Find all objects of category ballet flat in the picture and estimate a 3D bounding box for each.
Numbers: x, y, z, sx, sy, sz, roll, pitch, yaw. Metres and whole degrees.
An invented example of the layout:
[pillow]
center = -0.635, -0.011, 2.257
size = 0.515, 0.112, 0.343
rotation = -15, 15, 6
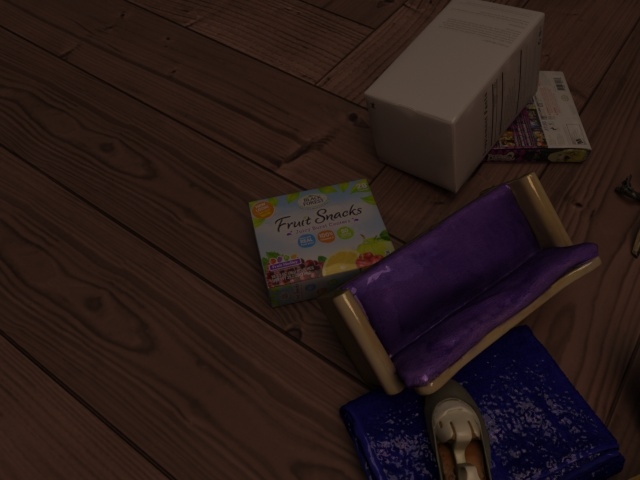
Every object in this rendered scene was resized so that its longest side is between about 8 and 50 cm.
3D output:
[ballet flat]
center = 0.165, 0.248, 0.609
size = 0.072, 0.068, 0.213
rotation = -3, 53, 2

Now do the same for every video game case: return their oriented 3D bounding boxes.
[video game case]
center = 0.398, -0.250, 1.061
size = 0.210, 0.041, 0.232
rotation = 0, 55, 2

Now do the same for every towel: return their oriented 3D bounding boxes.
[towel]
center = 0.204, 0.251, 0.688
size = 0.308, 0.076, 0.227
rotation = -21, 58, -13

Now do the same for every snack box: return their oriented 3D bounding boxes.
[snack box]
center = 0.000, 0.000, 0.872
size = 0.207, 0.070, 0.174
rotation = -11, 56, -8

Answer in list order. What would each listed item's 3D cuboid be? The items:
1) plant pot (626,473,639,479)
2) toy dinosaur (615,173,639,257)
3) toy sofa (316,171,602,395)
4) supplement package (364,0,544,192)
[plant pot]
center = 0.349, 0.350, 0.505
size = 0.212, 0.212, 0.187
rotation = -16, 42, -12
[toy dinosaur]
center = 0.602, -0.085, 0.934
size = 0.268, 0.064, 0.118
rotation = -31, 67, -16
[toy sofa]
center = 0.192, 0.050, 0.741
size = 0.363, 0.177, 0.150
rotation = -31, 92, -18
[supplement package]
center = 0.243, -0.266, 0.958
size = 0.178, 0.175, 0.293
rotation = 30, 68, 31
